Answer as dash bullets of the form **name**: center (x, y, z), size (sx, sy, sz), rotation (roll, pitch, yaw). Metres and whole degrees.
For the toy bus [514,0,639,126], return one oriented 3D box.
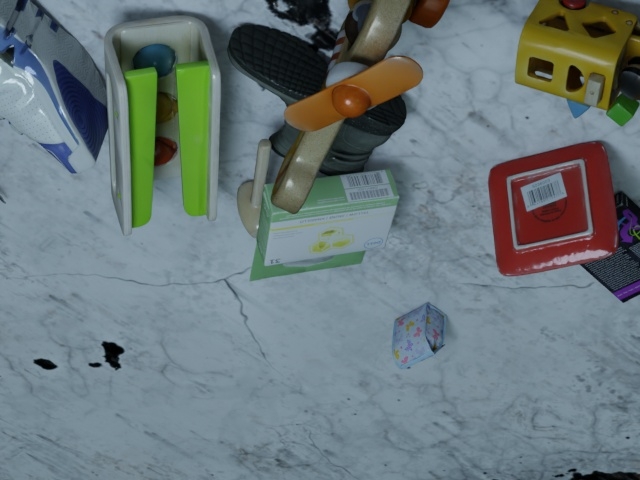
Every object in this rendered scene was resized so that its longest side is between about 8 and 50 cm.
- **toy bus**: center (0.319, -0.200, 1.628), size (0.191, 0.104, 0.202), rotation (47, 142, -17)

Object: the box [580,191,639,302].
- **box**: center (0.404, 0.010, 1.928), size (0.116, 0.029, 0.162), rotation (-30, 126, 35)

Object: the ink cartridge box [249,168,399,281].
- **ink cartridge box**: center (0.000, 0.000, 1.908), size (0.171, 0.056, 0.235), rotation (-8, 147, -14)

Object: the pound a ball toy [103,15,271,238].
- **pound a ball toy**: center (-0.163, -0.136, 1.821), size (0.208, 0.136, 0.319), rotation (-10, 142, -13)

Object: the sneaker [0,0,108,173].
- **sneaker**: center (-0.408, -0.212, 1.766), size (0.182, 0.127, 0.315), rotation (-20, 124, 26)

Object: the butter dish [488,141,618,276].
- **butter dish**: center (0.308, -0.026, 1.838), size (0.160, 0.160, 0.118), rotation (-14, 156, 24)

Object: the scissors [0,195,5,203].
- **scissors**: center (-0.533, -0.144, 1.929), size (0.109, 0.021, 0.297), rotation (-8, 138, 19)

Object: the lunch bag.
- **lunch bag**: center (0.142, 0.144, 2.083), size (0.053, 0.083, 0.071), rotation (36, 131, -26)

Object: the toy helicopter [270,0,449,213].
- **toy helicopter**: center (0.028, -0.167, 1.604), size (0.140, 0.235, 0.355), rotation (20, 121, -12)

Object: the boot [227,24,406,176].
- **boot**: center (-0.029, -0.156, 1.792), size (0.246, 0.083, 0.161), rotation (26, 142, -15)
